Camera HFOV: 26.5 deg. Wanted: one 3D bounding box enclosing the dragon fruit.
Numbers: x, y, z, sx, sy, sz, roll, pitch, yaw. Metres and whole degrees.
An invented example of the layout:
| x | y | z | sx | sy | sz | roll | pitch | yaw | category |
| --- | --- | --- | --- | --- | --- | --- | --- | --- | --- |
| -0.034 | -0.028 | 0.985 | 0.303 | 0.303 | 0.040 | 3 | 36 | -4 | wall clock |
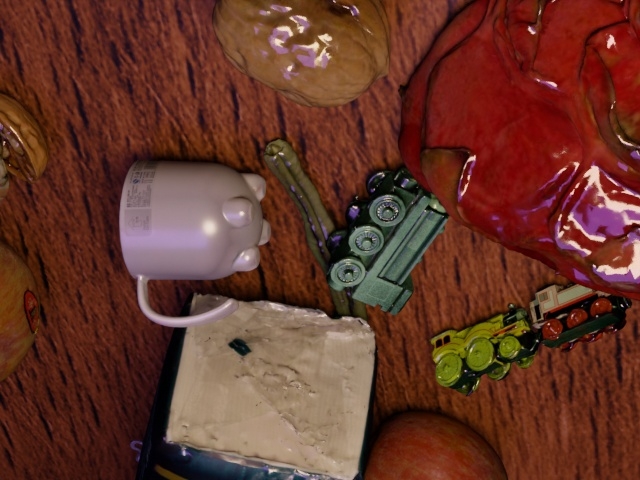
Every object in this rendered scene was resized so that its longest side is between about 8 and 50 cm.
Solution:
| x | y | z | sx | sy | sz | roll | pitch | yaw | category |
| --- | --- | --- | --- | --- | --- | --- | --- | --- | --- |
| 0.213 | -0.134 | 1.281 | 0.286 | 0.228 | 0.329 | 17 | 129 | 4 | dragon fruit |

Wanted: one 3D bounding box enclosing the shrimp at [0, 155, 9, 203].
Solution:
| x | y | z | sx | sy | sz | roll | pitch | yaw | category |
| --- | --- | --- | --- | --- | --- | --- | --- | --- | --- |
| -0.453 | -0.092 | 1.583 | 0.217 | 0.051 | 0.150 | 14 | 143 | 22 | shrimp |

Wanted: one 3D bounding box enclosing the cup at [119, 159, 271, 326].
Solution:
| x | y | z | sx | sy | sz | roll | pitch | yaw | category |
| --- | --- | --- | --- | --- | --- | --- | --- | --- | --- |
| -0.137 | -0.007 | 1.495 | 0.142 | 0.173 | 0.134 | 2 | 136 | 11 | cup |

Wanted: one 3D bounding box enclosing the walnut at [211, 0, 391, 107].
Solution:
| x | y | z | sx | sy | sz | roll | pitch | yaw | category |
| --- | --- | --- | --- | --- | --- | --- | --- | --- | --- |
| -0.013 | -0.209 | 1.328 | 0.184 | 0.155 | 0.155 | 28 | 127 | -2 | walnut |

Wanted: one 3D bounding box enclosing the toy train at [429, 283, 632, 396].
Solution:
| x | y | z | sx | sy | sz | roll | pitch | yaw | category |
| --- | --- | --- | --- | --- | --- | --- | --- | --- | --- |
| 0.236 | 0.102 | 1.534 | 0.250 | 0.085 | 0.053 | -27 | 141 | 32 | toy train |

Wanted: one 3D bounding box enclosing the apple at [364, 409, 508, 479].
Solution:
| x | y | z | sx | sy | sz | roll | pitch | yaw | category |
| --- | --- | --- | --- | --- | --- | --- | --- | --- | --- |
| 0.126 | 0.301 | 1.641 | 0.174 | 0.188 | 0.188 | 32 | 127 | 1 | apple |

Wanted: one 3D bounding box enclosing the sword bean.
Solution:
| x | y | z | sx | sy | sz | roll | pitch | yaw | category |
| --- | --- | --- | --- | --- | --- | --- | --- | --- | --- |
| 0.000 | -0.001 | 1.550 | 0.043 | 0.038 | 0.269 | -25 | 119 | 0 | sword bean |

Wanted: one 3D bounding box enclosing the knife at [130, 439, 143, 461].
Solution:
| x | y | z | sx | sy | sz | roll | pitch | yaw | category |
| --- | --- | --- | --- | --- | --- | --- | --- | --- | --- |
| -0.138 | 0.195 | 1.710 | 0.123 | 0.053 | 0.278 | 17 | 127 | -22 | knife |

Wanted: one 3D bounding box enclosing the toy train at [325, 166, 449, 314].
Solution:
| x | y | z | sx | sy | sz | roll | pitch | yaw | category |
| --- | --- | --- | --- | --- | --- | --- | --- | --- | --- |
| 0.076 | -0.003 | 1.500 | 0.111 | 0.071 | 0.170 | 22 | 121 | -21 | toy train |

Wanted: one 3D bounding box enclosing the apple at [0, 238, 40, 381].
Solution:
| x | y | z | sx | sy | sz | roll | pitch | yaw | category |
| --- | --- | --- | --- | --- | --- | --- | --- | --- | --- |
| -0.446 | 0.087 | 1.633 | 0.211 | 0.188 | 0.211 | 5 | 126 | 7 | apple |

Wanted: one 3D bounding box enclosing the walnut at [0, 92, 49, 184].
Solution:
| x | y | z | sx | sy | sz | roll | pitch | yaw | category |
| --- | --- | --- | --- | --- | --- | --- | --- | --- | --- |
| -0.346 | -0.124 | 1.535 | 0.091 | 0.052 | 0.121 | -1 | 131 | 51 | walnut |

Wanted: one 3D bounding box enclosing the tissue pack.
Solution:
| x | y | z | sx | sy | sz | roll | pitch | yaw | category |
| --- | --- | --- | --- | --- | --- | --- | --- | --- | --- |
| -0.094 | 0.294 | 1.594 | 0.253 | 0.264 | 0.416 | 11 | 128 | -4 | tissue pack |
